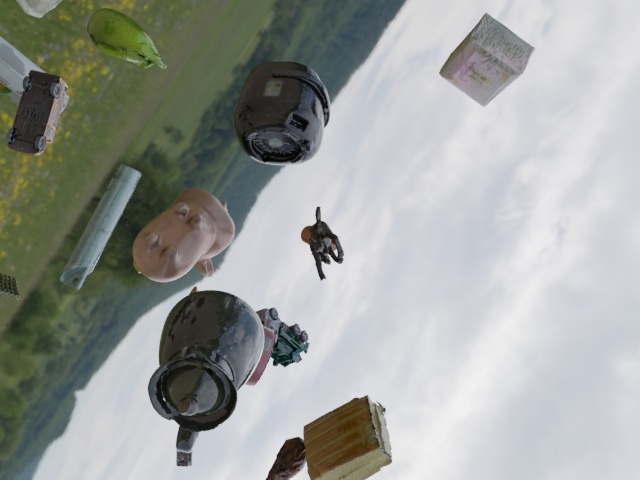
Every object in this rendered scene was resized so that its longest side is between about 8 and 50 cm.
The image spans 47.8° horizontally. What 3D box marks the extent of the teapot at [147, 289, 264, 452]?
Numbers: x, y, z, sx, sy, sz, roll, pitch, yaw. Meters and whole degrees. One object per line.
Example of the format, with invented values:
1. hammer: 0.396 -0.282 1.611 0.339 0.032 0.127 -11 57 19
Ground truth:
1. teapot: -0.267 0.285 1.499 0.305 0.223 0.285 -46 -166 22

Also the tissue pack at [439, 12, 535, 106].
1. tissue pack: 0.486 -0.528 2.137 0.124 0.185 0.225 -60 -174 -20

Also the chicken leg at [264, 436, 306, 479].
1. chicken leg: -0.137 0.704 2.123 0.304 0.093 0.113 -46 -178 -36

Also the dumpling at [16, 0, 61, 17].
1. dumpling: -0.621 -0.577 1.541 0.126 0.166 0.215 2 -120 33

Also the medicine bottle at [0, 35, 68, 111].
1. medicine bottle: -0.820 -0.442 1.919 0.161 0.296 0.111 3 -116 38

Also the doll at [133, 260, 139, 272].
1. doll: -0.582 0.061 2.453 0.113 0.071 0.135 -25 -166 -9

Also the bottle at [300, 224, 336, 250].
1. bottle: 0.000 0.000 2.439 0.069 0.069 0.187 -60 -148 -1

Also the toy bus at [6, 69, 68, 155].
1. toy bus: -0.658 -0.292 1.689 0.088 0.083 0.194 62 42 -83

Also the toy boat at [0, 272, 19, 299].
1. toy boat: -0.836 0.120 1.922 0.016 0.063 0.115 -60 -145 8

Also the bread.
1. bread: 0.082 0.585 2.071 0.246 0.111 0.239 -33 -154 10

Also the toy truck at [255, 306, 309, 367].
1. toy truck: -0.128 0.299 2.142 0.110 0.216 0.116 -24 -139 25

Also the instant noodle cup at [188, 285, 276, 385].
1. instant noodle cup: -0.267 0.274 1.934 0.244 0.255 0.244 -58 -164 28

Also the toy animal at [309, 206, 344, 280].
1. toy animal: -0.001 0.014 2.102 0.148 0.085 0.232 53 -19 36

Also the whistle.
1. whistle: -0.512 -0.033 1.684 0.312 0.062 0.062 -66 -164 -11

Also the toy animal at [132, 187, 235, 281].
1. toy animal: -0.386 -0.007 2.040 0.326 0.237 0.269 -43 177 -27

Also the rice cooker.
1. rice cooker: -0.103 -0.337 1.961 0.267 0.267 0.224 -41 -146 50

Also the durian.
1. durian: -0.474 -0.487 1.731 0.250 0.139 0.101 33 -79 35

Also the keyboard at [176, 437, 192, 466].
1. keyboard: -0.433 0.679 2.308 0.017 0.055 0.166 -97 -167 -45
